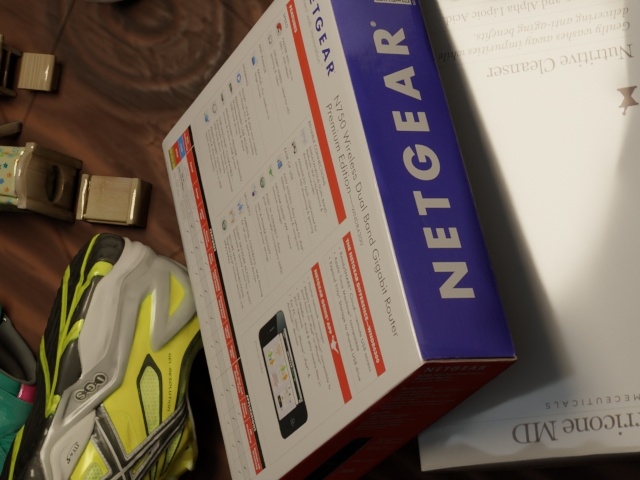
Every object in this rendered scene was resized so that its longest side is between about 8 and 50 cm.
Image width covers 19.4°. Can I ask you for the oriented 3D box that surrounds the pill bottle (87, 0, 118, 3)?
[{"bbox_3d":[-0.216,-0.333,1.645,0.131,0.131,0.229,-38,72,11],"label":"pill bottle"}]

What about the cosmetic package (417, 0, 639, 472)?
[{"bbox_3d":[0.179,-0.017,1.444,0.217,0.156,0.385,-10,79,20],"label":"cosmetic package"}]

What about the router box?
[{"bbox_3d":[0.000,0.000,1.430,0.301,0.082,0.335,-44,53,52],"label":"router box"}]

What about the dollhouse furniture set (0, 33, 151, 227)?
[{"bbox_3d":[-0.246,-0.103,1.639,0.182,0.101,0.161,5,84,20],"label":"dollhouse furniture set"}]

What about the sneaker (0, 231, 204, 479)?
[{"bbox_3d":[-0.180,0.194,1.542,0.147,0.145,0.385,19,91,-19],"label":"sneaker"}]

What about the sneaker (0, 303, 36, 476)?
[{"bbox_3d":[-0.363,0.103,1.640,0.295,0.124,0.178,26,97,13],"label":"sneaker"}]
